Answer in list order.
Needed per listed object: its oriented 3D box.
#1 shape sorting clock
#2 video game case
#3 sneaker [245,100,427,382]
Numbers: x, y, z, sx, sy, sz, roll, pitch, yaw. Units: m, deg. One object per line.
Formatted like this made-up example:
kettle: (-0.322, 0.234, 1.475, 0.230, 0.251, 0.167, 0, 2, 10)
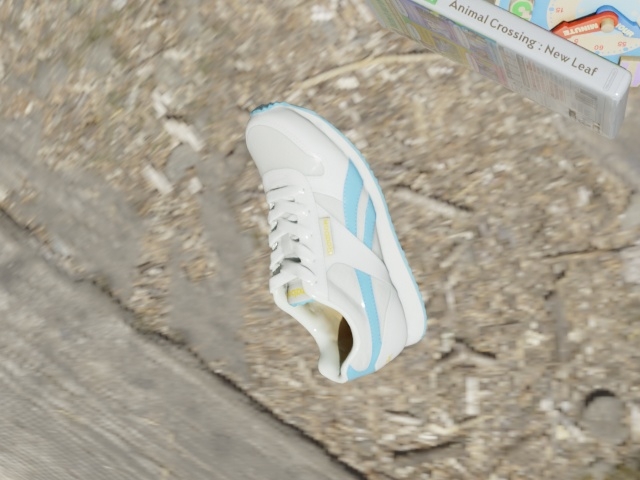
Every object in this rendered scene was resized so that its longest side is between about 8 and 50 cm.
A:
shape sorting clock: (0.261, -0.208, 1.539, 0.206, 0.206, 0.040, 12, 54, -15)
video game case: (0.116, -0.130, 1.130, 0.193, 0.212, 0.023, 28, 92, 9)
sneaker: (0.000, 0.000, 1.316, 0.092, 0.087, 0.228, -34, 102, -36)
